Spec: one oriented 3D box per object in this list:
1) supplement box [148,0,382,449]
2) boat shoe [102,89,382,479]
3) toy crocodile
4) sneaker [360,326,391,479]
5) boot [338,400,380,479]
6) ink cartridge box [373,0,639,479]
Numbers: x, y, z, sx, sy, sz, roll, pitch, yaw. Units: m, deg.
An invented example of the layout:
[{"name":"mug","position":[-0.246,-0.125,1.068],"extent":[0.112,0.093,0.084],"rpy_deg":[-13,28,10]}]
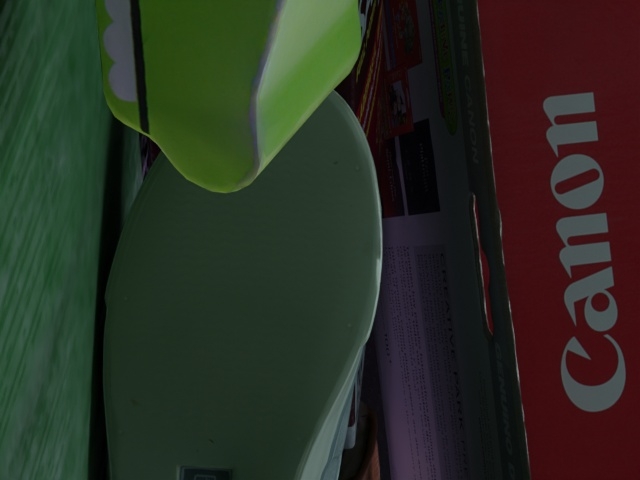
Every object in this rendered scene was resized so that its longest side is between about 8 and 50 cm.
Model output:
[{"name":"supplement box","position":[-0.016,-0.057,0.592],"extent":[0.130,0.073,0.239],"rpy_deg":[-80,171,-53]},{"name":"boat shoe","position":[-0.031,0.059,0.526],"extent":[0.081,0.079,0.228],"rpy_deg":[-113,-148,-85]},{"name":"toy crocodile","position":[-0.007,-0.170,0.280],"extent":[0.115,0.105,0.341],"rpy_deg":[-48,143,-57]},{"name":"sneaker","position":[0.040,0.081,1.070],"extent":[0.145,0.090,0.270],"rpy_deg":[-119,-164,-67]},{"name":"boot","position":[0.008,0.198,0.965],"extent":[0.236,0.089,0.270],"rpy_deg":[-79,169,-64]},{"name":"ink cartridge box","position":[0.107,0.007,0.815],"extent":[0.272,0.130,0.309],"rpy_deg":[178,-95,-80]}]
